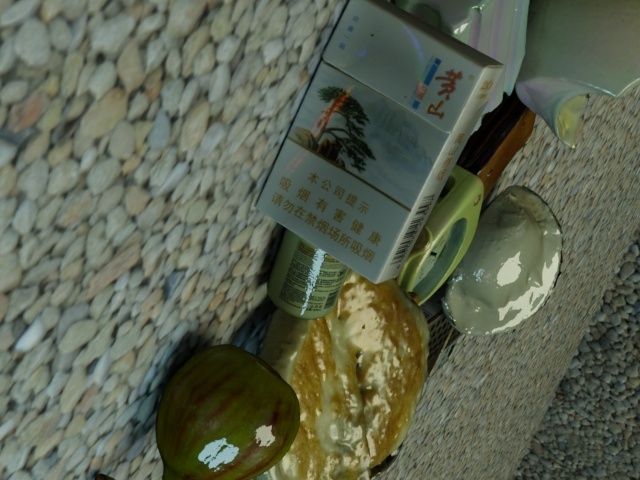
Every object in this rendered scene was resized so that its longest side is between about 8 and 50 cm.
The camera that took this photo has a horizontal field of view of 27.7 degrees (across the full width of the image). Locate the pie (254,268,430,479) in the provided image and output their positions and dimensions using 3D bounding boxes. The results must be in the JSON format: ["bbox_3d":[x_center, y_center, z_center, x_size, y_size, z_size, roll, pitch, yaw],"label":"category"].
[{"bbox_3d":[0.019,0.179,1.510,0.339,0.077,0.339,-16,111,-50],"label":"pie"}]

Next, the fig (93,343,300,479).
[{"bbox_3d":[-0.106,0.196,1.295,0.148,0.142,0.186,34,74,-45],"label":"fig"}]

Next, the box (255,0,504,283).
[{"bbox_3d":[0.054,-0.097,1.229,0.233,0.149,0.067,-64,163,18],"label":"box"}]

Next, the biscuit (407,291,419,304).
[{"bbox_3d":[0.039,0.150,1.664,0.183,0.039,0.174,-32,163,-26],"label":"biscuit"}]

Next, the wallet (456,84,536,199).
[{"bbox_3d":[0.248,-0.134,1.831,0.195,0.042,0.161,-54,165,-19],"label":"wallet"}]

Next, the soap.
[{"bbox_3d":[0.146,-0.211,1.378,0.145,0.091,0.230,-47,159,-22],"label":"soap"}]

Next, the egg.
[{"bbox_3d":[0.325,-0.252,1.658,0.271,0.161,0.206,-25,-123,60],"label":"egg"}]

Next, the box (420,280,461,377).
[{"bbox_3d":[0.149,0.167,2.036,0.325,0.047,0.180,-29,146,-54],"label":"box"}]

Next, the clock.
[{"bbox_3d":[0.124,0.016,1.708,0.232,0.069,0.170,-46,158,-30],"label":"clock"}]

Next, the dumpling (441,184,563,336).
[{"bbox_3d":[0.285,0.042,2.001,0.247,0.172,0.142,-59,-173,-6],"label":"dumpling"}]

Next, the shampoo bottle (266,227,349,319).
[{"bbox_3d":[0.000,0.000,1.354,0.079,0.079,0.162,-32,148,-52],"label":"shampoo bottle"}]
